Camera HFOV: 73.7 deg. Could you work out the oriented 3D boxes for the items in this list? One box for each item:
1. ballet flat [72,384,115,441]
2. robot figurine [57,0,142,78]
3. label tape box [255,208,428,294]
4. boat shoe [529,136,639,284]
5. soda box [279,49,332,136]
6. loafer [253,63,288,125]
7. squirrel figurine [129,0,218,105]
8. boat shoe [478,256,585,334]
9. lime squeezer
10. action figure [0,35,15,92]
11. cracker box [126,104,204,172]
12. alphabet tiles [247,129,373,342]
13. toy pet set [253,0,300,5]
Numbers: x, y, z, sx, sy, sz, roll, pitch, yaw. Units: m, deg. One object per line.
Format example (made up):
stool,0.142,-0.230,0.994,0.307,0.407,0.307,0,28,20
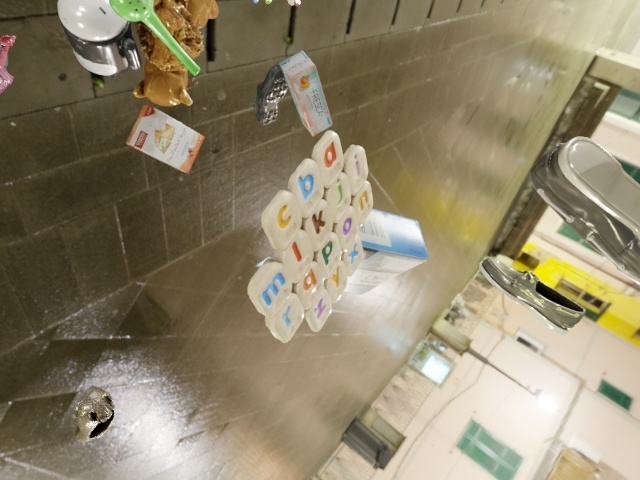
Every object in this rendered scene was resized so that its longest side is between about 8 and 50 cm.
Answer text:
ballet flat,-0.423,0.341,0.819,0.250,0.058,0.084,-58,-176,49
robot figurine,-0.610,-0.580,1.187,0.208,0.174,0.278,0,166,-15
label tape box,0.039,0.052,0.984,0.240,0.106,0.333,11,147,-37
boat shoe,0.472,-0.022,0.668,0.112,0.335,0.095,-43,179,-15
soda box,-0.028,-0.317,0.939,0.058,0.063,0.183,-31,152,-3
loafer,-0.143,-0.401,1.159,0.076,0.078,0.223,-29,172,-24
squirrel figurine,-0.491,-0.621,1.341,0.397,0.280,0.371,-137,-123,-73
boat shoe,0.602,0.139,1.229,0.109,0.305,0.091,-33,158,-55
lime squeezer,-0.276,-0.348,0.560,0.059,0.110,0.310,-43,116,13
action figure,-0.837,-0.339,0.982,0.370,0.276,0.248,-44,-172,-7
cracker box,-0.569,-0.372,1.579,0.232,0.067,0.156,26,85,-39
alphabet tiles,0.000,0.000,0.617,0.284,0.021,0.278,-56,148,-27
toy pet set,-0.125,-0.603,1.029,0.122,0.114,0.065,-11,176,-27
